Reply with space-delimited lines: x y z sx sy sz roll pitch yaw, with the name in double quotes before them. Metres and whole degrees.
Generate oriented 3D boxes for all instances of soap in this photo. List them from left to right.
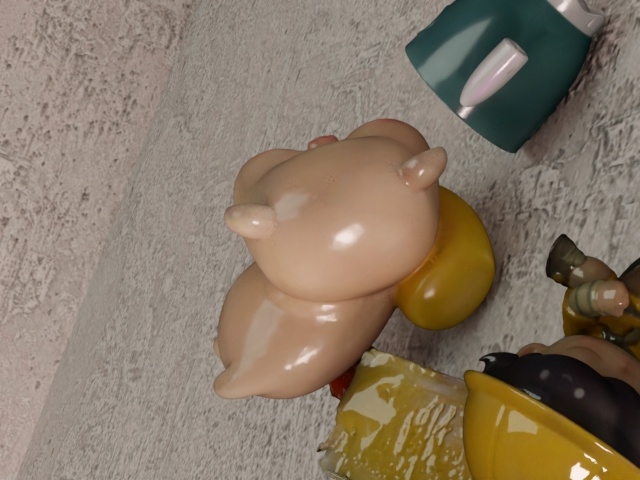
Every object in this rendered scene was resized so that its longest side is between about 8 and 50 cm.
"soap" 0.114 0.193 1.310 0.233 0.076 0.135 18 83 45

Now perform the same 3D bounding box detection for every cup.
"cup" 0.207 -0.211 1.511 0.173 0.167 0.300 -47 2 19

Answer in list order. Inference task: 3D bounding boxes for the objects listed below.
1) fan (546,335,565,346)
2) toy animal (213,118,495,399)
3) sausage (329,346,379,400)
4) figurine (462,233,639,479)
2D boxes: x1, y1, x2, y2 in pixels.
"fan" 0.234 0.105 1.325 0.080 0.003 0.060 -43 30 41
"toy animal" -0.008 -0.014 1.527 0.345 0.247 0.277 -28 47 12
"sausage" 0.085 0.177 1.486 0.074 0.074 0.274 -64 22 2
"figurine" 0.216 0.129 1.143 0.257 0.192 0.167 -53 -16 -39
